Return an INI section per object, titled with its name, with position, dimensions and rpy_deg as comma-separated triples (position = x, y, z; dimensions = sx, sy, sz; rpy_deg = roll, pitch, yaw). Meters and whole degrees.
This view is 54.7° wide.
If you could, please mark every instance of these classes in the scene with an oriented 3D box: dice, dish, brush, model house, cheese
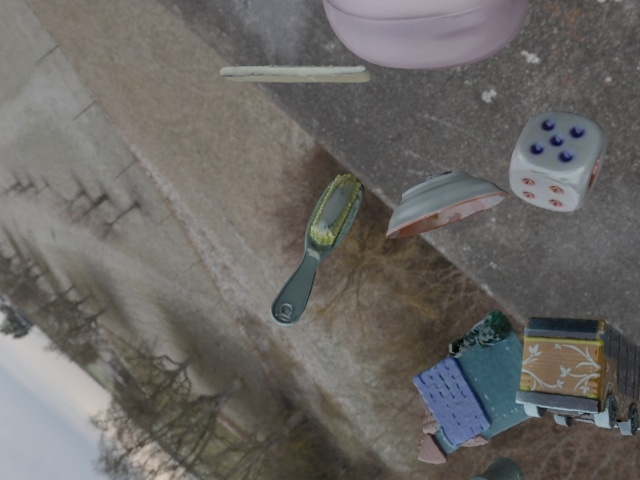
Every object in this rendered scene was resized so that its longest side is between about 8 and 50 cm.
[dice]
position = 0.595, -0.196, 1.554
dimensions = 0.192, 0.194, 0.193
rpy_deg = 20, 165, 28
[dish]
position = 0.247, -0.084, 1.279
dimensions = 0.260, 0.260, 0.085
rpy_deg = 141, 113, -69
[brush]
position = 0.000, 0.000, 0.979
dimensions = 0.068, 0.297, 0.060
rpy_deg = 23, 154, 5
[model house]
position = 0.319, 0.372, 1.451
dimensions = 0.252, 0.329, 0.295
rpy_deg = 57, 165, 14
[cheese]
position = -0.066, -0.437, 1.624
dimensions = 0.400, 0.034, 0.085
rpy_deg = 5, -176, 16

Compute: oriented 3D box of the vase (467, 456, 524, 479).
[vase]
position = 0.410, 0.580, 1.469
dimensions = 0.096, 0.096, 0.219
rpy_deg = 28, -173, 32

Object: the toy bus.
[toy bus]
position = 0.442, 0.226, 1.025
dimensions = 0.138, 0.167, 0.275
rpy_deg = -4, 158, 41

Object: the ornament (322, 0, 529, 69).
[ornament]
position = 0.081, -0.203, 0.415
dimensions = 0.177, 0.177, 0.177
rpy_deg = 35, 158, 16
